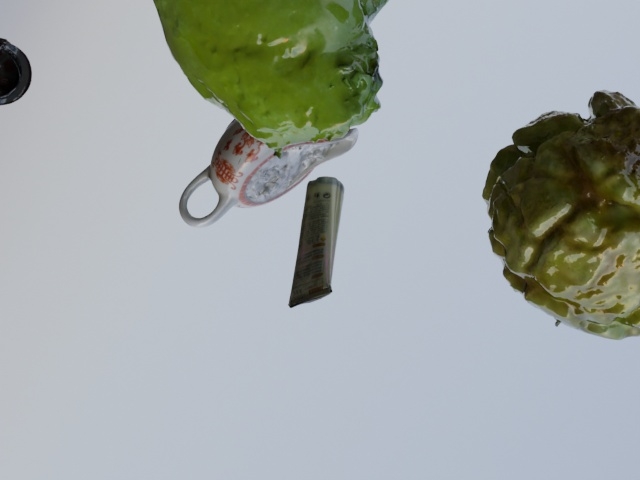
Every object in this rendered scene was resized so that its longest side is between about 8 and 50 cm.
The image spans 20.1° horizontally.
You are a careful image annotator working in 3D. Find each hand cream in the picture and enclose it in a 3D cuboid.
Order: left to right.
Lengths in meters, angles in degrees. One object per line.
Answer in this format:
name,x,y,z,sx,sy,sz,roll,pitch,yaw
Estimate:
hand cream,0.000,0.000,1.835,0.061,0.039,0.143,-17,-127,38

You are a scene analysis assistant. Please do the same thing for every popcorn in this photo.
popcorn,0.321,-0.021,1.947,0.247,0.282,0.282,-49,-160,19

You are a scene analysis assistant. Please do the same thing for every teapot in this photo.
teapot,-0.078,-0.102,2.298,0.245,0.116,0.159,-39,169,-1

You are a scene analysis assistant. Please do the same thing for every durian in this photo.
durian,-0.059,-0.253,1.817,0.204,0.340,0.256,-45,-178,36

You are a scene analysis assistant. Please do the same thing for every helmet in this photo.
helmet,-0.467,-0.239,2.522,0.070,0.123,0.098,-145,-110,-75
